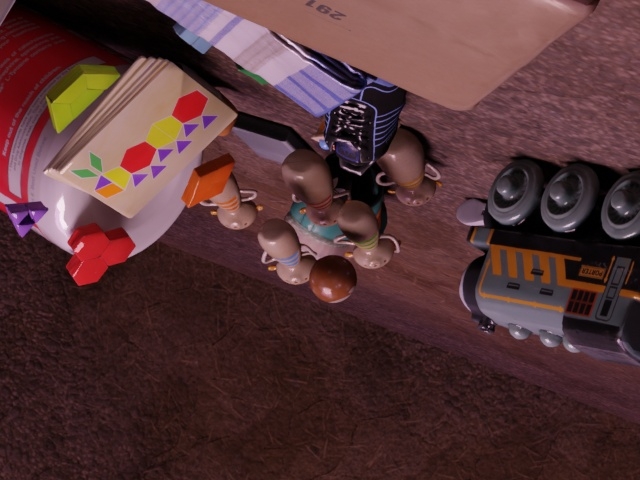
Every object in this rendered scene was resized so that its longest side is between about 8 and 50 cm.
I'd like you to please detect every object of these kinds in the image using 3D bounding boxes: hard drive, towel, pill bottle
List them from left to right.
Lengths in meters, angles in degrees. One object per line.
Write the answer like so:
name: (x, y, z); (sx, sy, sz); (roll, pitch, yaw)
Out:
pill bottle: (-0.351, -0.153, 2.129); (0.407, 0.229, 0.229); (29, 177, 34)
towel: (-0.091, -0.210, 1.712); (0.285, 0.034, 0.209); (34, 168, -10)
hard drive: (-0.061, -0.129, 2.351); (0.094, 0.022, 0.135); (18, 171, 22)

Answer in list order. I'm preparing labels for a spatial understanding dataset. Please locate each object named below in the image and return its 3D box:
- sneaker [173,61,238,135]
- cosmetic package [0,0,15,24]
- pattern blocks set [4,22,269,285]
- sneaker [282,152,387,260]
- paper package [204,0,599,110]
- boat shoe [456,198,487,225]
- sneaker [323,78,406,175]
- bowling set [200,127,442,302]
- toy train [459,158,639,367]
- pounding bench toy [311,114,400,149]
sneaker: (-0.210, -0.155, 2.271); (0.123, 0.106, 0.290); (30, 167, -32)
cosmetic package: (-0.426, -0.279, 1.916); (0.153, 0.129, 0.296); (34, 167, -23)
pattern blocks set: (-0.192, -0.107, 1.915); (0.026, 0.325, 0.285); (53, -178, 35)
sneaker: (0.042, -0.052, 2.327); (0.108, 0.121, 0.302); (34, -165, 8)
paper package: (0.008, -0.232, 1.056); (0.324, 0.168, 0.309); (23, 170, -6)
boat shoe: (0.212, -0.031, 2.251); (0.035, 0.035, 0.100); (31, 161, -34)
sneaker: (0.043, -0.130, 1.850); (0.081, 0.090, 0.232); (20, 172, 11)
bowling set: (0.000, 0.000, 2.083); (0.287, 0.200, 0.154); (-8, 154, 12)
toy train: (0.277, 0.025, 1.903); (0.142, 0.190, 0.334); (28, 169, -35)
pounding bench toy: (0.043, -0.120, 1.999); (0.083, 0.065, 0.052); (25, 171, -24)
